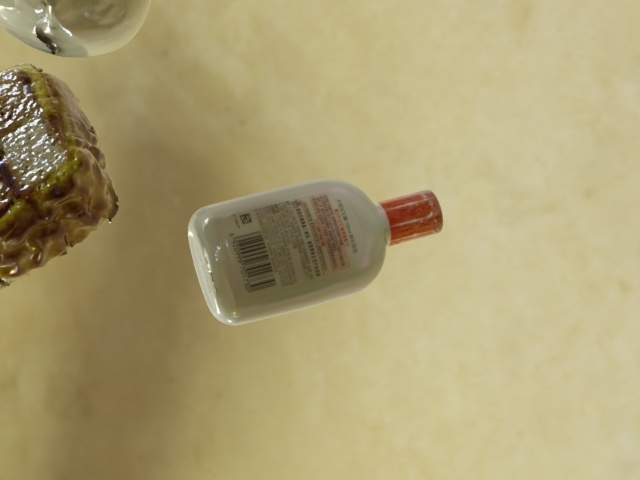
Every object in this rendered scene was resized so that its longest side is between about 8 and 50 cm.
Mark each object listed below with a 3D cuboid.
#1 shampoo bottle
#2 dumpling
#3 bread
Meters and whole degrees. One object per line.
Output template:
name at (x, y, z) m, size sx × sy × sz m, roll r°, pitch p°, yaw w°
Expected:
shampoo bottle at (0.000, 0.000, 1.702) m, size 0.051 × 0.221 × 0.108 m, roll 136°, pitch 118°, yaw -68°
dumpling at (-0.227, -0.280, 1.800) m, size 0.243 × 0.175 × 0.227 m, roll 14°, pitch 88°, yaw 61°
bread at (-0.306, -0.068, 1.968) m, size 0.222 × 0.181 × 0.096 m, roll 57°, pitch 178°, yaw 44°
